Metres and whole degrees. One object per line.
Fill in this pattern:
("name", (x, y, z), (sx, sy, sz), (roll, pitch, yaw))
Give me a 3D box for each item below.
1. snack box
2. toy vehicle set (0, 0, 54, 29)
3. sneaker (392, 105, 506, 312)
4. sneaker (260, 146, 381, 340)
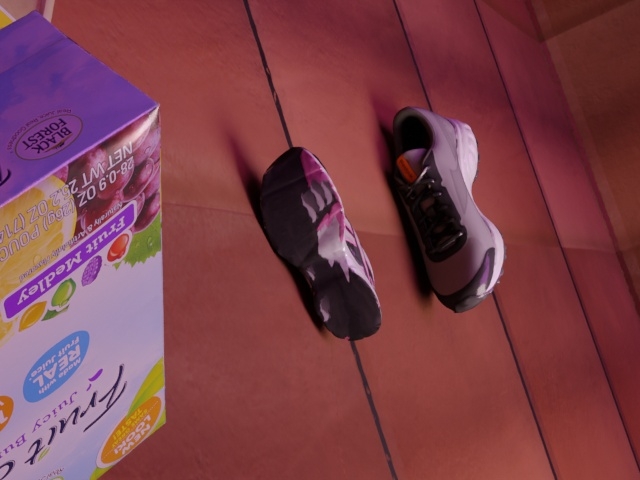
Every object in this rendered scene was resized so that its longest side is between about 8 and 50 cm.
("snack box", (-0.139, 0.048, 0.400), (0.070, 0.207, 0.174), (38, 58, 20))
("toy vehicle set", (-0.227, -0.131, 0.635), (0.166, 0.035, 0.267), (45, 32, -43))
("sneaker", (0.132, -0.038, 1.284), (0.108, 0.100, 0.271), (24, 44, -40))
("sneaker", (0.000, 0.000, 0.999), (0.077, 0.072, 0.178), (-78, 149, -71))
